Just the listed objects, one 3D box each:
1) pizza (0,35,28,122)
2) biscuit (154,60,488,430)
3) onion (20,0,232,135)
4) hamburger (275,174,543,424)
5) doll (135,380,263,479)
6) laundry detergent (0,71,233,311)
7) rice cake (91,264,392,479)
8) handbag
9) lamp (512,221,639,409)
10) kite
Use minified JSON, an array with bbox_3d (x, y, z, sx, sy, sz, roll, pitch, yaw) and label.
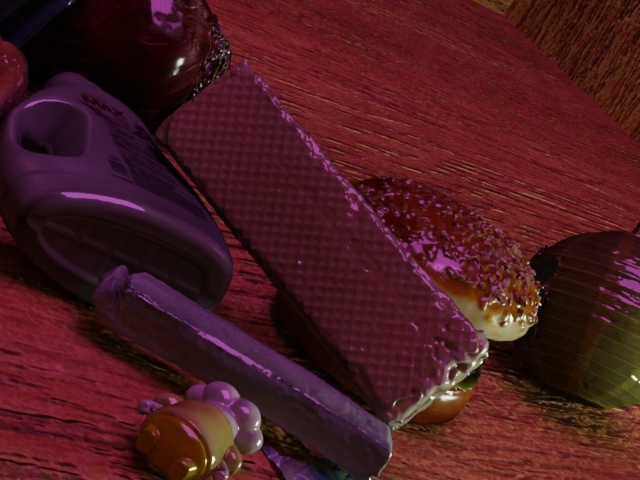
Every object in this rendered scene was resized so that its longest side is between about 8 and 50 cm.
[{"bbox_3d":[-0.429,-0.179,1.823,0.305,0.085,0.161,-6,66,-59],"label":"pizza"},{"bbox_3d":[0.000,0.000,1.771,0.426,0.144,0.078,52,-3,18],"label":"biscuit"},{"bbox_3d":[-0.226,-0.243,2.131,0.281,0.281,0.221,11,73,-49],"label":"onion"},{"bbox_3d":[0.108,0.058,1.929,0.291,0.225,0.291,29,17,-10],"label":"hamburger"},{"bbox_3d":[-0.109,0.176,1.533,0.106,0.062,0.162,43,21,11],"label":"doll"},{"bbox_3d":[-0.254,-0.079,1.815,0.264,0.125,0.398,24,20,-32],"label":"laundry detergent"},{"bbox_3d":[-0.076,0.129,1.649,0.336,0.063,0.066,34,15,-7],"label":"rice cake"},{"bbox_3d":[-0.378,-0.294,2.063,0.062,0.179,0.229,44,10,-24],"label":"handbag"},{"bbox_3d":[0.382,0.081,2.226,0.250,0.284,0.250,22,-5,2],"label":"lamp"},{"bbox_3d":[-0.001,0.225,1.674,0.169,0.015,0.310,15,28,-48],"label":"kite"}]
